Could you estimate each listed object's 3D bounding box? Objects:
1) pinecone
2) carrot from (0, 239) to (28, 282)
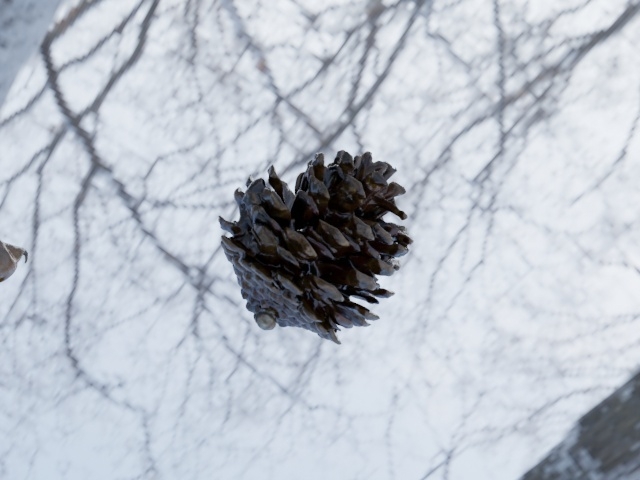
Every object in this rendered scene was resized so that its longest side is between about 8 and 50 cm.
[{"bbox_3d":[0.000,0.000,1.435,0.173,0.173,0.174,13,-124,-20],"label":"pinecone"},{"bbox_3d":[-0.217,0.012,0.666,0.224,0.057,0.057,-2,-118,-26],"label":"carrot"}]
